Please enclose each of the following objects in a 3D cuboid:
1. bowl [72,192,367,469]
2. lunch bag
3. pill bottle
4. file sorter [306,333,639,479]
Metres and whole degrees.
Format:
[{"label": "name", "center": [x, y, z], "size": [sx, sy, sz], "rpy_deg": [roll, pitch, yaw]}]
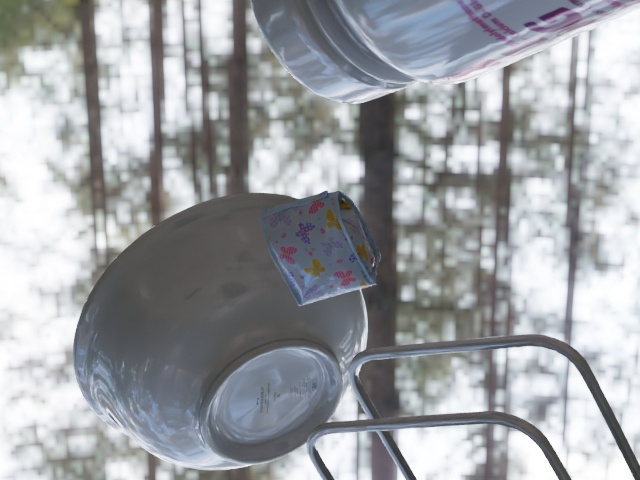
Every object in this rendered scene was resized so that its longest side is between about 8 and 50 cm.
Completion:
[{"label": "bowl", "center": [-0.070, 0.113, 1.776], "size": [0.297, 0.298, 0.134], "rpy_deg": [-12, -140, -22]}, {"label": "lunch bag", "center": [0.000, 0.000, 1.497], "size": [0.071, 0.083, 0.053], "rpy_deg": [-18, -148, 20]}, {"label": "pill bottle", "center": [0.099, -0.183, 1.086], "size": [0.283, 0.160, 0.160], "rpy_deg": [-20, -173, 44]}, {"label": "file sorter", "center": [0.064, 0.213, 1.146], "size": [0.193, 0.173, 0.278], "rpy_deg": [-8, -145, 37]}]
